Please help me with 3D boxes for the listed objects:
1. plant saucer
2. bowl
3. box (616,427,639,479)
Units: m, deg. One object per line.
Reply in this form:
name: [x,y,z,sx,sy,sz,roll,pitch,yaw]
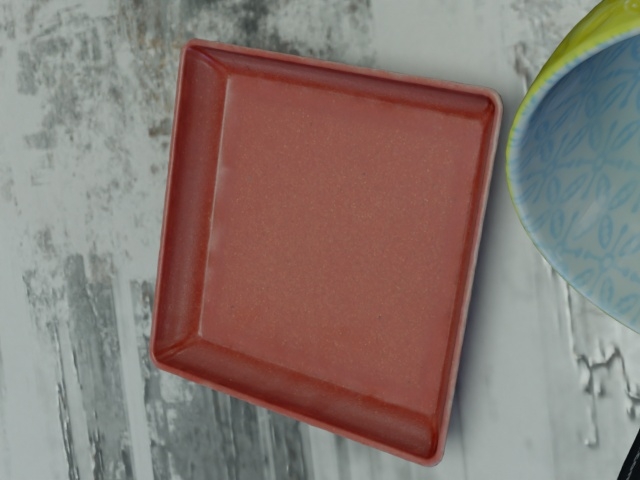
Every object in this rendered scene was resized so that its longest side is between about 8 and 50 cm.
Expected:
plant saucer: [0.000,0.000,0.768,0.259,0.048,0.259,15,105,29]
bowl: [0.253,-0.059,0.523,0.290,0.156,0.289,21,151,12]
box: [0.355,0.129,0.241,0.480,0.297,0.471,29,146,9]
